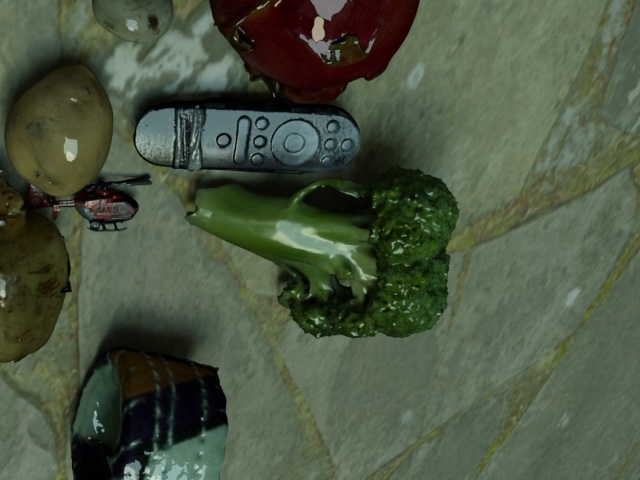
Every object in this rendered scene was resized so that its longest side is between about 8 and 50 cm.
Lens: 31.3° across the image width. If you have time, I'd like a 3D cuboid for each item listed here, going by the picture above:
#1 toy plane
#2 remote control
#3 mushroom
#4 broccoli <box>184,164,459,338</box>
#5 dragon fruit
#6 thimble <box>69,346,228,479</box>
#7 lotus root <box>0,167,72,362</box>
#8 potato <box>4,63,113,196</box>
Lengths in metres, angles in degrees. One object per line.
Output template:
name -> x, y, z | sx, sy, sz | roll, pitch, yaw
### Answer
toy plane -> -0.266, -0.044, 1.311 | 0.145, 0.037, 0.060 | -1, 122, -24
remote control -> -0.086, -0.124, 1.317 | 0.266, 0.066, 0.090 | 1, 111, -19
mushroom -> -0.197, -0.235, 1.176 | 0.085, 0.085, 0.079 | 6, 152, -27
broccoli -> 0.026, 0.007, 1.418 | 0.302, 0.186, 0.254 | 11, 138, 23
dragon fruit -> -0.008, -0.273, 1.124 | 0.250, 0.250, 0.315 | 7, 125, -27
thimble -> -0.223, 0.253, 1.443 | 0.150, 0.237, 0.237 | 13, 120, -27
lotus root -> -0.357, 0.049, 1.276 | 0.154, 0.140, 0.257 | -4, 134, -12
potato -> -0.272, -0.112, 1.211 | 0.112, 0.112, 0.147 | 4, 130, -26
